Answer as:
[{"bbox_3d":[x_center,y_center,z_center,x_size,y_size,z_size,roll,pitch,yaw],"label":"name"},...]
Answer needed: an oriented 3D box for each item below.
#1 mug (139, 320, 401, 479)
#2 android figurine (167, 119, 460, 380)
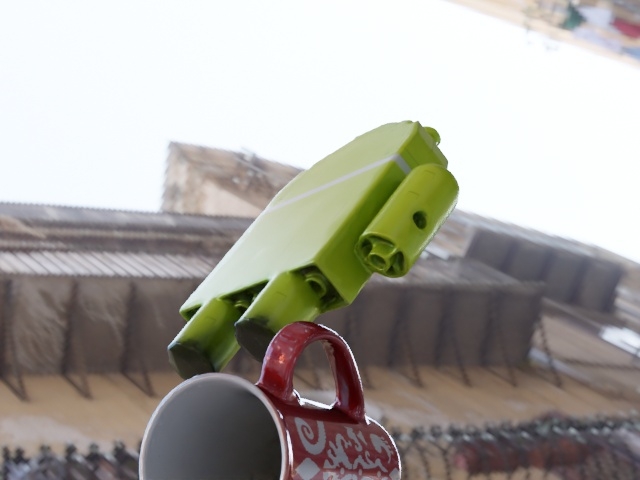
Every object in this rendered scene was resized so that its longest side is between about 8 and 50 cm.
[{"bbox_3d":[-0.012,0.142,1.012,0.150,0.113,0.169,-42,-30,17],"label":"mug"},{"bbox_3d":[0.000,0.000,1.143,0.056,0.248,0.273,52,-132,-14],"label":"android figurine"}]
